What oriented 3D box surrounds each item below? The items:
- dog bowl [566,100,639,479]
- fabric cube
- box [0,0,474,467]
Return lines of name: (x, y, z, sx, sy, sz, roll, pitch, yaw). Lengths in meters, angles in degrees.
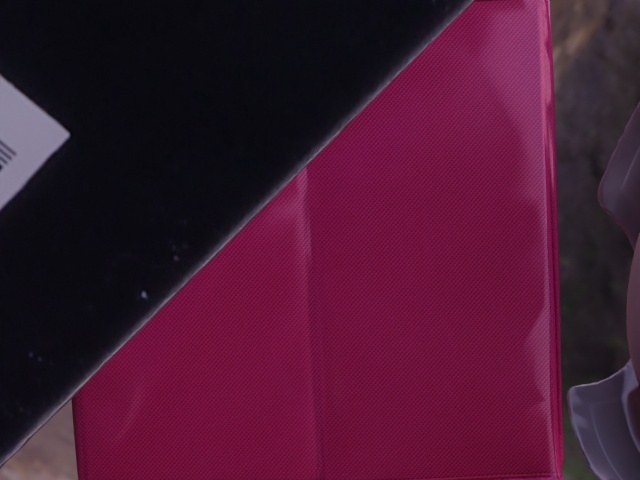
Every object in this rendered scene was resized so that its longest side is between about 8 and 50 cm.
dog bowl: (0.274, 0.000, 1.031, 0.102, 0.349, 0.349, 22, 4, -20)
fabric cube: (0.000, 0.000, 1.036, 0.259, 0.258, 0.254, -3, 1, 2)
box: (-0.122, -0.079, 0.558, 0.182, 0.296, 0.294, 41, 16, -21)
